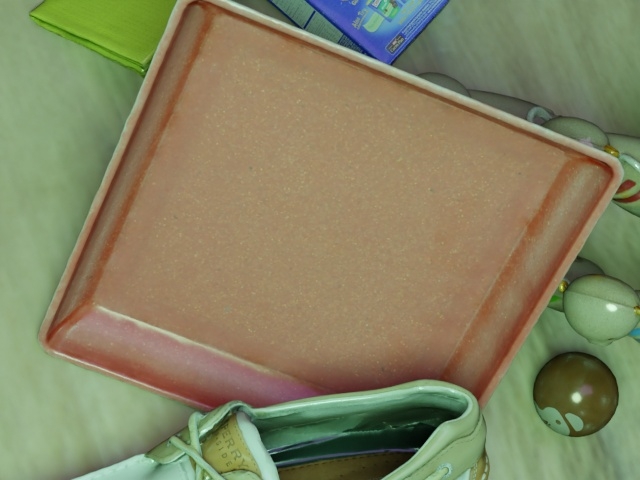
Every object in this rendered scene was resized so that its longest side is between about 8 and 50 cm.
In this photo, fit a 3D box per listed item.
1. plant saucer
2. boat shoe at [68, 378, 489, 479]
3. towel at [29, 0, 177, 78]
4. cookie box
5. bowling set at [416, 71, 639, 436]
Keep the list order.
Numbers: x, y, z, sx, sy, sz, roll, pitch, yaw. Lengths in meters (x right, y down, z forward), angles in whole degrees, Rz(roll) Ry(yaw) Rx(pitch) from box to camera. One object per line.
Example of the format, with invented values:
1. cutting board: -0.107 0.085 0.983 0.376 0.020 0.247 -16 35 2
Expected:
1. plant saucer: 0.000 0.000 1.021 0.259 0.258 0.048 21 32 -10
2. boat shoe: -0.050 0.138 0.982 0.302 0.103 0.113 -12 46 -22
3. towel: -0.073 -0.197 1.157 0.102 0.021 0.237 25 59 30
4. cookie box: 0.023 -0.170 1.187 0.107 0.040 0.092 42 63 0
5. bowling set: 0.161 0.021 1.068 0.154 0.287 0.200 16 90 -44
